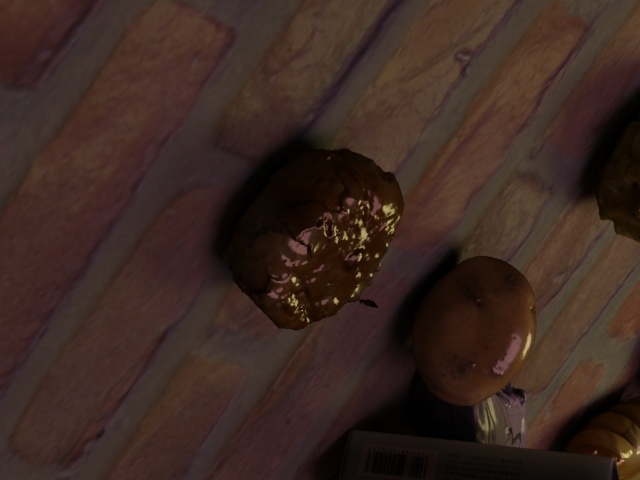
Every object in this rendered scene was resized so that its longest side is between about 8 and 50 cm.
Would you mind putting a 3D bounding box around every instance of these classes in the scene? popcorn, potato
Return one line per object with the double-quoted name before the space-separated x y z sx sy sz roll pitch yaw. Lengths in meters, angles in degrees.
"popcorn" 0.352 -0.063 1.600 0.173 0.142 0.173 16 90 -73
"potato" 0.141 0.085 1.501 0.112 0.112 0.147 11 103 -56

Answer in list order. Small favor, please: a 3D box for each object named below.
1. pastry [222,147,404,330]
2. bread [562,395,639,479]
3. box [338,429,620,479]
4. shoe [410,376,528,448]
"pastry" -0.004 -0.003 1.239 0.153 0.081 0.153 -23 138 -22
"bread" 0.368 0.257 2.003 0.177 0.084 0.119 -18 148 -42
"box" 0.156 0.261 1.567 0.135 0.269 0.079 77 22 -53
"shoe" 0.166 0.183 1.663 0.137 0.095 0.245 -42 151 -27
